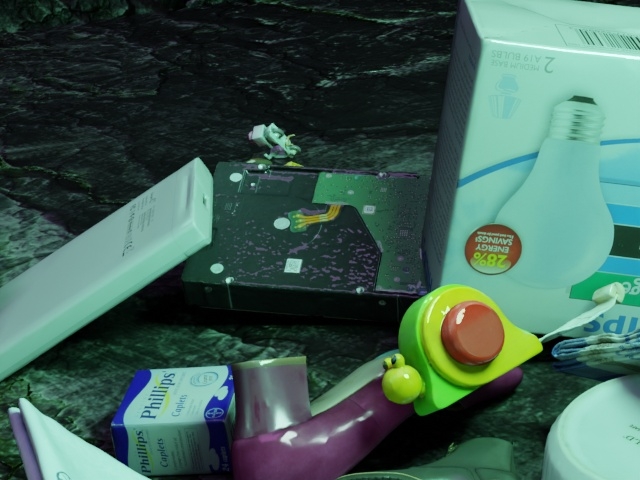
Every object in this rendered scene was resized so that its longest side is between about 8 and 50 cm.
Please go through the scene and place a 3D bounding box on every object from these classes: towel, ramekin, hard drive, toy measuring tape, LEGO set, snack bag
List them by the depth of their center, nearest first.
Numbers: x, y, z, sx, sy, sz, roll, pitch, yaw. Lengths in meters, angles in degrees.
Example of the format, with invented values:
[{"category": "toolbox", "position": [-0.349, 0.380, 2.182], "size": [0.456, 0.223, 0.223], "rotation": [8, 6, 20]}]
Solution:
[{"category": "snack bag", "position": [-0.100, 0.293, 1.132], "size": [0.037, 0.342, 0.323], "rotation": [-48, 31, 2]}, {"category": "ramekin", "position": [0.337, 0.231, 1.309], "size": [0.272, 0.127, 0.273], "rotation": [-7, 24, 3]}, {"category": "towel", "position": [0.391, 0.121, 1.389], "size": [0.209, 0.034, 0.285], "rotation": [15, -17, -20]}, {"category": "toy measuring tape", "position": [0.190, 0.082, 1.486], "size": [0.330, 0.121, 0.121], "rotation": [-26, 29, -30]}, {"category": "hard drive", "position": [-0.301, 0.037, 1.862], "size": [0.353, 0.047, 0.233], "rotation": [-32, 23, 11]}, {"category": "hard drive", "position": [0.000, 0.000, 1.878], "size": [0.339, 0.064, 0.237], "rotation": [3, 47, 10]}, {"category": "LEGO set", "position": [-0.097, -0.030, 2.065], "size": [0.107, 0.132, 0.287], "rotation": [-16, 45, 37]}]

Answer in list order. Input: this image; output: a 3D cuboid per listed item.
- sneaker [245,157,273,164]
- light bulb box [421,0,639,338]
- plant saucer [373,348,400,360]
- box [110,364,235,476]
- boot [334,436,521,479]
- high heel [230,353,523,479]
[{"category": "sneaker", "position": [-0.115, -0.071, 2.210], "size": [0.086, 0.064, 0.192], "rotation": [18, 34, 31]}, {"category": "light bulb box", "position": [0.321, -0.084, 1.638], "size": [0.357, 0.361, 0.225], "rotation": [6, 25, -2]}, {"category": "plant saucer", "position": [0.103, 0.161, 1.669], "size": [0.119, 0.021, 0.119], "rotation": [-7, 25, 3]}, {"category": "box", "position": [-0.160, 0.208, 1.593], "size": [0.137, 0.072, 0.126], "rotation": [-5, 24, 10]}, {"category": "boot", "position": [0.113, 0.250, 1.426], "size": [0.197, 0.077, 0.137], "rotation": [7, 21, 2]}, {"category": "high heel", "position": [0.070, 0.217, 1.529], "size": [0.377, 0.181, 0.127], "rotation": [-1, -9, -24]}]
